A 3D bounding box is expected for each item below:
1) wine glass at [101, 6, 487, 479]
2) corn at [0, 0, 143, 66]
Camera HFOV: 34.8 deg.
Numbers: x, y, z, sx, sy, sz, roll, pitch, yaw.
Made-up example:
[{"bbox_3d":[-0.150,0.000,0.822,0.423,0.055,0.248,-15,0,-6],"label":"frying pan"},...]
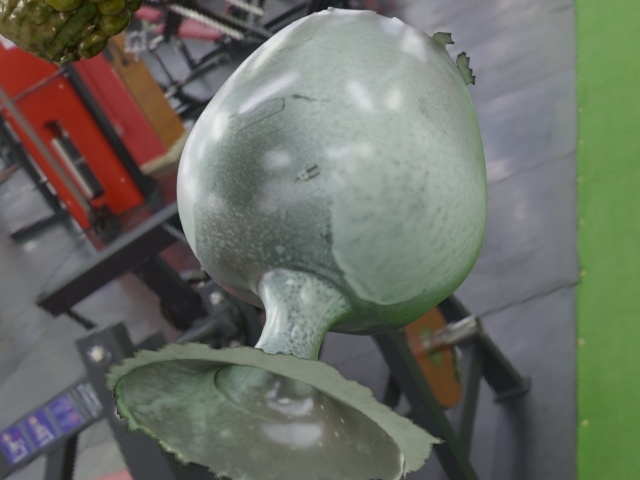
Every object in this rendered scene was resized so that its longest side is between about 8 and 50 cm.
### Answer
[{"bbox_3d":[0.000,0.000,0.710,0.238,0.238,0.323,-16,45,35],"label":"wine glass"},{"bbox_3d":[-0.063,-0.231,0.507,0.322,0.119,0.119,-50,20,2],"label":"corn"}]
